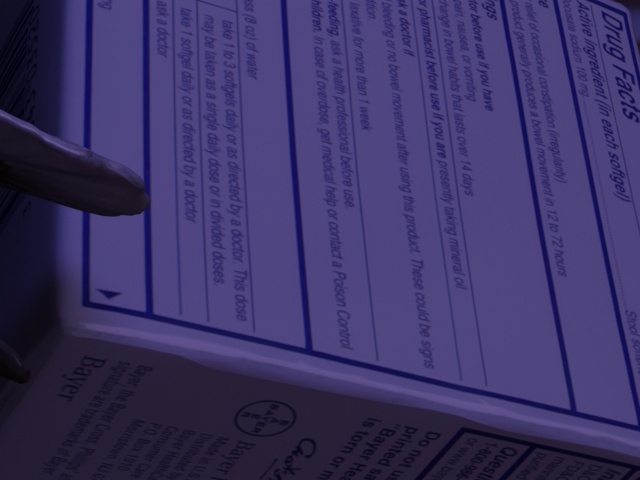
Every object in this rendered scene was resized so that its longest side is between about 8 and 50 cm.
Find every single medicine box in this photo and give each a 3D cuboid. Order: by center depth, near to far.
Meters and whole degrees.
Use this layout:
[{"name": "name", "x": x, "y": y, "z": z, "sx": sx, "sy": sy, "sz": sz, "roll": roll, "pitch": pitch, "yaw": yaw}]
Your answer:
[{"name": "medicine box", "x": 0.000, "y": 0.000, "z": 0.809, "sx": 0.289, "sy": 0.149, "sz": 0.263, "roll": 15, "pitch": 48, "yaw": -23}]

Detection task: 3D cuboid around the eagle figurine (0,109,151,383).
[{"name": "eagle figurine", "x": -0.213, "y": -0.072, "z": 0.613, "sx": 0.225, "sy": 0.226, "sz": 0.298, "roll": -6, "pitch": 70, "yaw": -37}]

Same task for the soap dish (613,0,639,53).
[{"name": "soap dish", "x": 0.179, "y": -0.180, "z": 1.235, "sx": 0.229, "sy": 0.291, "sz": 0.118, "roll": -4, "pitch": 98, "yaw": -59}]
